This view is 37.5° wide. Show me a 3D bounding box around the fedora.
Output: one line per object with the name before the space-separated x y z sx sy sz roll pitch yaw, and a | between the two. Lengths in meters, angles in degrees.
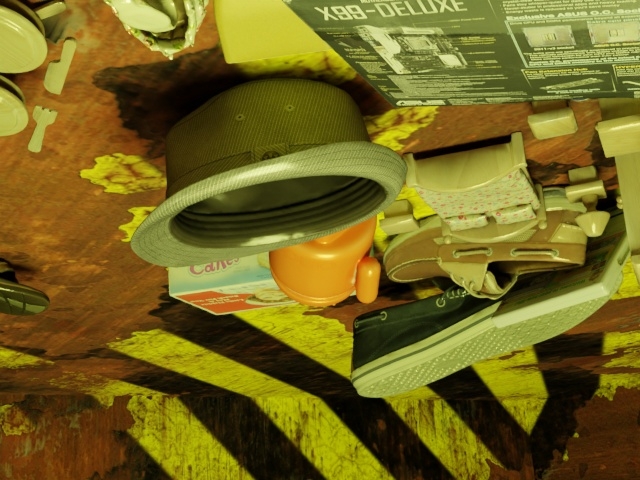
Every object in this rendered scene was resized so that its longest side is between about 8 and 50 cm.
fedora | -0.059 -0.075 0.930 0.276 0.124 0.244 -15 163 9

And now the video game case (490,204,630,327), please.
video game case | 0.351 0.030 1.308 0.023 0.193 0.212 47 146 -10

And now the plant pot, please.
plant pot | -0.038 -0.186 0.661 0.081 0.081 0.083 -6 152 9

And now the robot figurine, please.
robot figurine | -0.001 -0.002 1.148 0.158 0.128 0.219 8 149 0

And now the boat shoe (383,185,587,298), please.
boat shoe | 0.222 0.021 1.315 0.324 0.116 0.123 -19 157 41

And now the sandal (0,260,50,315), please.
sandal | -0.496 0.053 1.378 0.219 0.060 0.090 23 145 -28

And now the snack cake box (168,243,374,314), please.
snack cake box | -0.067 0.036 1.351 0.264 0.089 0.152 -9 164 18

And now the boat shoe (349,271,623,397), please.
boat shoe | 0.258 0.117 1.593 0.500 0.156 0.187 -26 150 25

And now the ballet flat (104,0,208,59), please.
ballet flat | -0.134 -0.195 0.609 0.091 0.077 0.241 -9 162 19

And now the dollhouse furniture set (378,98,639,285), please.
dollhouse furniture set | 0.208 -0.024 1.074 0.356 0.173 0.303 -10 161 19

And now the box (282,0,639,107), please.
box | 0.160 -0.157 0.621 0.308 0.076 0.242 1 172 22

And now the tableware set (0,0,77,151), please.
tableware set | -0.278 -0.150 0.792 0.128 0.039 0.194 16 151 -20
